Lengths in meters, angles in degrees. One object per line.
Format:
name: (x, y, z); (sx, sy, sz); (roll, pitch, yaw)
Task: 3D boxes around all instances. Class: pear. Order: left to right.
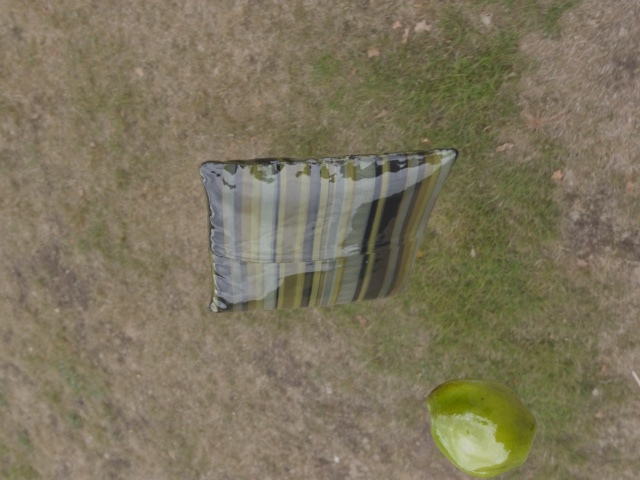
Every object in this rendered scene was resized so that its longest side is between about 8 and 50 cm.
pear: (0.142, 0.168, 0.511); (0.097, 0.092, 0.092); (25, 123, 31)

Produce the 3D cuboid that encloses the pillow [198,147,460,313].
pillow: (0.000, 0.000, 0.516); (0.212, 0.052, 0.208); (-4, 143, -10)
